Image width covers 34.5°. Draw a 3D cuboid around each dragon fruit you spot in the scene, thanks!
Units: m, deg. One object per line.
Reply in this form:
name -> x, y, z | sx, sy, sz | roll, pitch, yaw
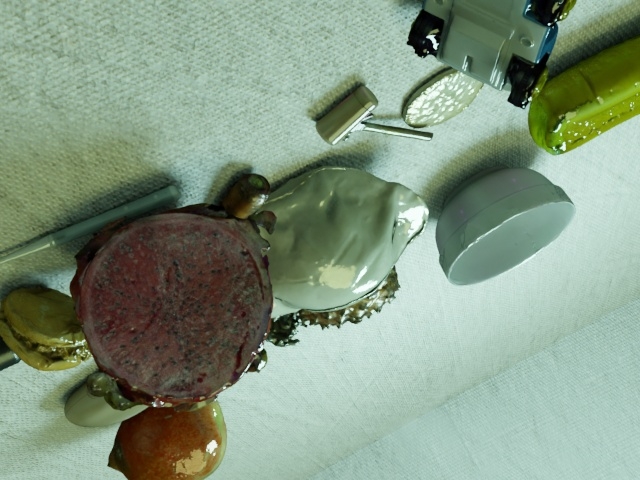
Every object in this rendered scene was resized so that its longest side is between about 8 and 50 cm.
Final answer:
dragon fruit -> -0.208, 0.104, 1.537 | 0.314, 0.296, 0.263 | -13, 174, -14

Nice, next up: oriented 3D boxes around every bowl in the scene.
bowl -> 0.343, -0.046, 2.035 | 0.287, 0.144, 0.287 | -24, 157, -11

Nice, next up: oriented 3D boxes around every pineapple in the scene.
pineapple -> -0.031, 0.108, 1.942 | 0.361, 0.175, 0.175 | -22, 160, 18

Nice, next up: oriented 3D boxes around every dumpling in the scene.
dumpling -> 0.003, -0.001, 1.719 | 0.341, 0.181, 0.260 | -12, 136, 17

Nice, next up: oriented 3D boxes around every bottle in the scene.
bottle -> 0.040, -0.186, 1.530 | 0.096, 0.045, 0.045 | -39, 155, 20

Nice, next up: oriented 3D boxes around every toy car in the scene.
toy car -> 0.235, -0.321, 1.316 | 0.166, 0.198, 0.314 | -55, 165, -27

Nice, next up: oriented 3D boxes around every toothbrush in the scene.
toothbrush -> -0.360, -0.006, 1.472 | 0.342, 0.025, 0.030 | -24, 158, -11

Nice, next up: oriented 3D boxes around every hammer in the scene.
hammer -> 0.114, -0.177, 1.640 | 0.182, 0.017, 0.062 | 2, 140, -39

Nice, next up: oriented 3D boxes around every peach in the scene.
peach -> -0.324, 0.413, 2.141 | 0.256, 0.232, 0.232 | -16, 158, 6

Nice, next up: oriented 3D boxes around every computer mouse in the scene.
computer mouse -> -0.383, 0.293, 1.994 | 0.236, 0.082, 0.145 | -33, 156, 12

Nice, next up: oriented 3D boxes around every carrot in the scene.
carrot -> -0.135, -0.048, 1.614 | 0.055, 0.055, 0.161 | -6, 155, -42

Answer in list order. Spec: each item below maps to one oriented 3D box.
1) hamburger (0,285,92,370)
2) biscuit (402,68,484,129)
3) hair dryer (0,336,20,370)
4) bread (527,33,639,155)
hamburger -> -0.409, 0.132, 1.553 | 0.138, 0.147, 0.083 | -6, 130, -54
biscuit -> 0.199, -0.228, 1.653 | 0.152, 0.020, 0.152 | -23, 156, -11
hair dryer -> -0.541, 0.142, 1.542 | 0.124, 0.071, 0.219 | -27, 148, -9
bread -> 0.530, -0.286, 1.789 | 0.383, 0.112, 0.166 | -28, 154, -2
